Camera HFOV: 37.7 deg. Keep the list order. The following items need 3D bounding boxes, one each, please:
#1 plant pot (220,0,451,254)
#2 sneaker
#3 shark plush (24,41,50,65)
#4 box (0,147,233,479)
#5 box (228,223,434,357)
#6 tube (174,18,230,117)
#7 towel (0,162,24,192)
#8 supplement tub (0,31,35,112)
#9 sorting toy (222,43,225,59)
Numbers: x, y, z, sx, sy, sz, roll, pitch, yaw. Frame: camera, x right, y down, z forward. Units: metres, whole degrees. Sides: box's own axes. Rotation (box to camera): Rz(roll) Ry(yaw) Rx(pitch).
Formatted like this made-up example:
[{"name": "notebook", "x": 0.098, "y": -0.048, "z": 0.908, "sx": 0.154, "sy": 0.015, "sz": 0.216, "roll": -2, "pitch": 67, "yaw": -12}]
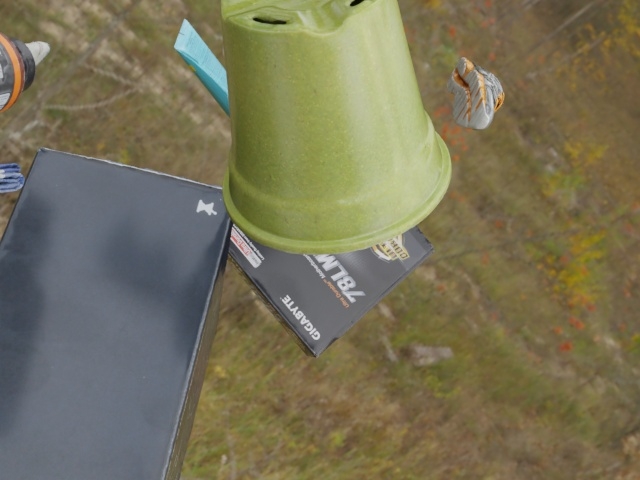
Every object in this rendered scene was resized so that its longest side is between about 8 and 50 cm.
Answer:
[{"name": "plant pot", "x": 0.002, "y": -0.169, "z": 1.042, "sx": 0.276, "sy": 0.276, "sz": 0.254, "roll": -96, "pitch": 177, "yaw": -49}, {"name": "sneaker", "x": 0.270, "y": -0.241, "z": 1.568, "sx": 0.083, "sy": 0.084, "sz": 0.215, "roll": 24, "pitch": 31, "yaw": -13}, {"name": "shark plush", "x": -0.436, "y": -0.213, "z": 1.281, "sx": 0.073, "sy": 0.161, "sz": 0.067, "roll": 43, "pitch": 23, "yaw": -4}, {"name": "box", "x": -0.323, "y": 0.212, "z": 1.355, "sx": 0.297, "sy": 0.472, "sz": 0.480, "roll": 14, "pitch": 58, "yaw": -4}, {"name": "box", "x": 0.000, "y": 0.000, "z": 1.638, "sx": 0.295, "sy": 0.293, "sz": 0.073, "roll": 51, "pitch": -17, "yaw": -5}, {"name": "tube", "x": -0.209, "y": -0.320, "z": 1.784, "sx": 0.207, "sy": 0.052, "sz": 0.080, "roll": 52, "pitch": 32, "yaw": -41}, {"name": "towel", "x": -0.451, "y": -0.054, "z": 0.952, "sx": 0.285, "sy": 0.209, "sz": 0.034, "roll": -53, "pitch": 141, "yaw": -81}, {"name": "supplement tub", "x": -0.407, "y": -0.185, "z": 1.052, "sx": 0.106, "sy": 0.106, "sz": 0.198, "roll": 52, "pitch": 26, "yaw": -3}, {"name": "sorting toy", "x": -0.046, "y": -0.354, "z": 1.448, "sx": 0.193, "sy": 0.208, "sz": 0.038, "roll": 9, "pitch": 36, "yaw": -6}]
